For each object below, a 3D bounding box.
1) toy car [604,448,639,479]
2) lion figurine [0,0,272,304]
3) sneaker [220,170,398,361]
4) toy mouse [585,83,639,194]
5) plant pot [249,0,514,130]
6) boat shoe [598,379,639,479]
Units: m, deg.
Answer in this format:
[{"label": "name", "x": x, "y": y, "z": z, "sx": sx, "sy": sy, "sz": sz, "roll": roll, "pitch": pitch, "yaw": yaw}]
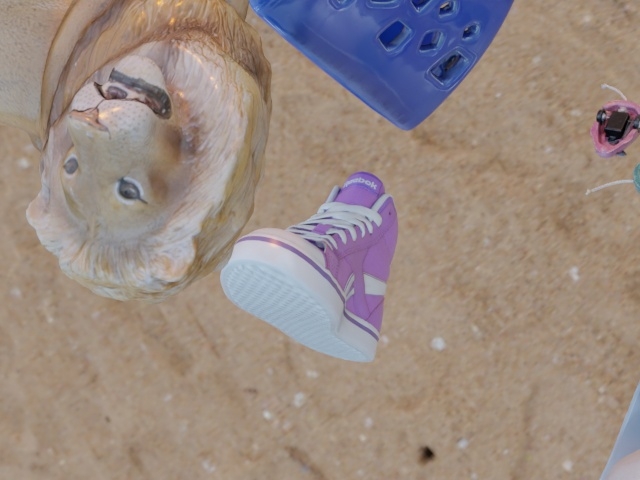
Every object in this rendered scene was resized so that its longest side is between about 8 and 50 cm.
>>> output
[{"label": "toy car", "x": 0.122, "y": 0.175, "z": 0.487, "sx": 0.182, "sy": 0.136, "sz": 0.159, "roll": -33, "pitch": 81, "yaw": 37}, {"label": "lion figurine", "x": -0.162, "y": -0.112, "z": 0.714, "sx": 0.392, "sy": 0.142, "sz": 0.240, "roll": 16, "pitch": 81, "yaw": 42}, {"label": "sneaker", "x": -0.001, "y": 0.000, "z": 1.097, "sx": 0.102, "sy": 0.282, "sz": 0.161, "roll": 13, "pitch": 78, "yaw": 17}, {"label": "toy mouse", "x": 0.270, "y": -0.072, "z": 1.036, "sx": 0.161, "sy": 0.143, "sz": 0.031, "roll": 37, "pitch": 161, "yaw": 38}, {"label": "plant pot", "x": 0.056, "y": -0.272, "z": 1.063, "sx": 0.212, "sy": 0.236, "sz": 0.236, "roll": -37, "pitch": 51, "yaw": 18}, {"label": "boat shoe", "x": 0.212, "y": 0.199, "z": 0.813, "sx": 0.113, "sy": 0.105, "sz": 0.306, "roll": 20, "pitch": 84, "yaw": 42}]
